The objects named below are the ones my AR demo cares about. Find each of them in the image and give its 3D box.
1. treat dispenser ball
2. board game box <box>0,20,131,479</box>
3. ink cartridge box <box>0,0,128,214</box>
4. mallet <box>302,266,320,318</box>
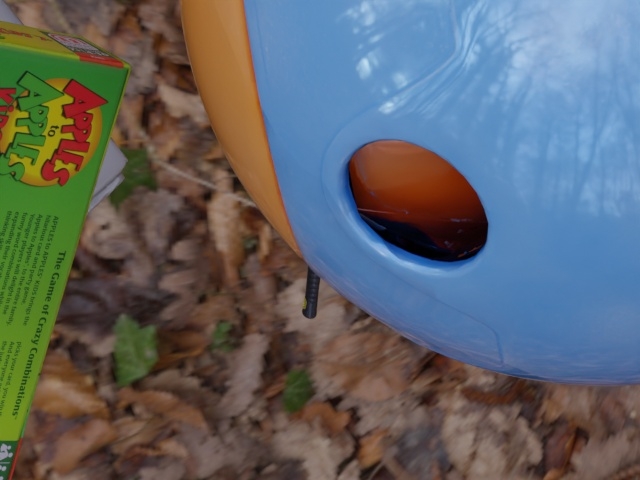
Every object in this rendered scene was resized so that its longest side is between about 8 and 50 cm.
[{"bbox_3d":[0.095,-0.095,0.543,0.288,0.288,0.288,1,92,14],"label":"treat dispenser ball"},{"bbox_3d":[-0.144,0.006,0.606,0.043,0.092,0.181,32,109,45],"label":"board game box"},{"bbox_3d":[-0.332,-0.107,0.900,0.166,0.285,0.395,-32,101,29],"label":"ink cartridge box"},{"bbox_3d":[0.000,0.000,1.515,0.039,0.062,0.189,-4,119,-14],"label":"mallet"}]
